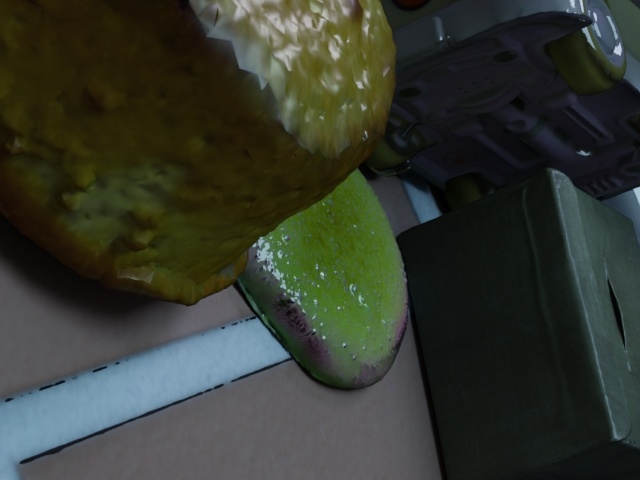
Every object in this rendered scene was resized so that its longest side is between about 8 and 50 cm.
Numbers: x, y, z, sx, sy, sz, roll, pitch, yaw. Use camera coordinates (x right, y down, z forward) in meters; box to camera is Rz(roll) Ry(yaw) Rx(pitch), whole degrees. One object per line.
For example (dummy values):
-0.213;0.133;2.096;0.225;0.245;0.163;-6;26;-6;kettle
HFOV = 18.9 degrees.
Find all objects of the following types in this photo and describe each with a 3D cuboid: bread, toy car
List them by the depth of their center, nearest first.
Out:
-0.101;-0.147;1.174;0.358;0.204;0.337;49;36;-31;bread
0.000;0.000;1.406;0.228;0.033;0.228;41;36;-40;bread
0.157;-0.163;1.585;0.336;0.242;0.226;29;47;-50;toy car

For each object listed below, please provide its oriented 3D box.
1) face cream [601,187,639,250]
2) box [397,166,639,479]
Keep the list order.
0.293;-0.125;1.968;0.144;0.071;0.291;-16;83;-62;face cream
0.180;0.087;1.517;0.149;0.155;0.231;25;46;-51;box
